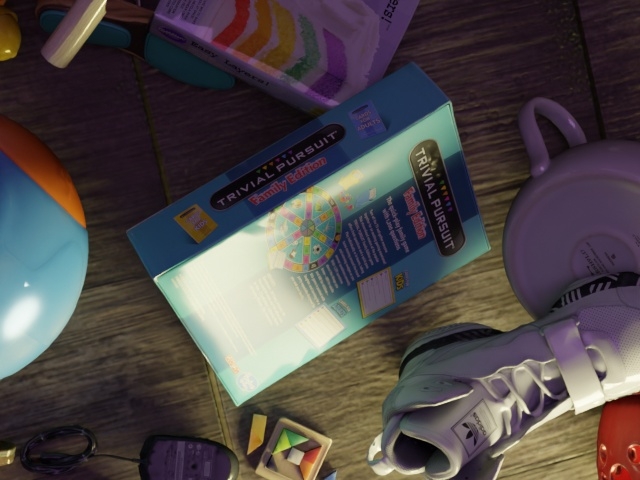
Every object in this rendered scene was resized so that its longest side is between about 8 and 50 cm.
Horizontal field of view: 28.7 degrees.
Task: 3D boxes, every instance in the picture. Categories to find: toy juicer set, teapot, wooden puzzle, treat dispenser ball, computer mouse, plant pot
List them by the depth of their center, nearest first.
[{"bbox_3d":[-0.374,0.007,1.229,0.288,0.288,0.288,0,92,-8],"label":"treat dispenser ball"},{"bbox_3d":[-0.291,-0.273,1.230,0.089,0.329,0.209,23,96,-41],"label":"toy juicer set"},{"bbox_3d":[0.328,-0.012,1.384,0.253,0.187,0.256,11,117,20],"label":"teapot"},{"bbox_3d":[-0.211,0.245,1.392,0.242,0.041,0.071,7,82,-1],"label":"computer mouse"},{"bbox_3d":[0.402,0.216,1.395,0.191,0.191,0.174,-6,90,-8],"label":"plant pot"},{"bbox_3d":[-0.031,0.245,1.424,0.116,0.014,0.078,19,90,-8],"label":"wooden puzzle"}]

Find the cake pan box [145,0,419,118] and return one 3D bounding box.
[{"bbox_3d":[-0.016,-0.282,1.325,0.246,0.070,0.267,29,77,-10],"label":"cake pan box"}]

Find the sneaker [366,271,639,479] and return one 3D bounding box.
[{"bbox_3d":[0.215,0.154,1.275,0.366,0.210,0.137,-18,106,32],"label":"sneaker"}]

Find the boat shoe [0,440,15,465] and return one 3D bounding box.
[{"bbox_3d":[-0.396,0.248,1.359,0.135,0.050,0.045,-8,97,3],"label":"boat shoe"}]

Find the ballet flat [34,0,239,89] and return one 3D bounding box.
[{"bbox_3d":[-0.190,-0.235,1.358,0.232,0.080,0.073,19,60,-10],"label":"ballet flat"}]

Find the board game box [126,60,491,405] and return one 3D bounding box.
[{"bbox_3d":[0.000,0.000,1.312,0.336,0.254,0.079,-31,51,-6],"label":"board game box"}]
